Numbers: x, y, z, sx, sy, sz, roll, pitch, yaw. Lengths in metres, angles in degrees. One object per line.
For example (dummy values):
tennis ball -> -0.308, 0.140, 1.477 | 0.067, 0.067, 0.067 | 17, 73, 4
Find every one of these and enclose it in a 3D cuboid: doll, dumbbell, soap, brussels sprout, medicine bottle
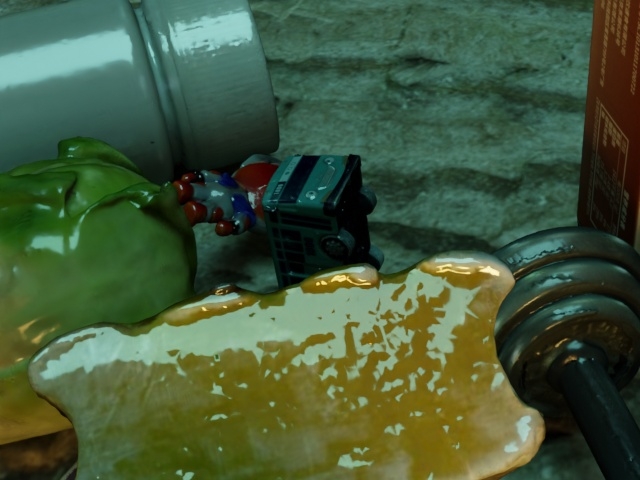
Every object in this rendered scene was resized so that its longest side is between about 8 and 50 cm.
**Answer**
doll -> -0.062, -0.037, 1.187 | 0.194, 0.062, 0.104 | -6, 34, -46
dumbbell -> 0.220, 0.151, 0.897 | 0.179, 0.179, 0.406 | -13, 42, -6
soap -> -0.025, 0.130, 0.832 | 0.293, 0.335, 0.156 | -9, 74, -7
brussels sprout -> -0.231, 0.031, 1.044 | 0.294, 0.227, 0.259 | -43, 29, -29
medicine bottle -> -0.243, -0.139, 1.245 | 0.371, 0.211, 0.211 | -15, 43, -9

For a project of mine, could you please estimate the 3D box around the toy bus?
toy bus -> 0.000, 0.000, 1.100 | 0.091, 0.160, 0.079 | 8, 45, 19

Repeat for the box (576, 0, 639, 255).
box -> 0.413, -0.151, 1.040 | 0.344, 0.385, 0.122 | -13, 44, -6

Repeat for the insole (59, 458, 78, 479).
insole -> -0.181, 0.189, 1.036 | 0.065, 0.004, 0.197 | 9, 46, 17
